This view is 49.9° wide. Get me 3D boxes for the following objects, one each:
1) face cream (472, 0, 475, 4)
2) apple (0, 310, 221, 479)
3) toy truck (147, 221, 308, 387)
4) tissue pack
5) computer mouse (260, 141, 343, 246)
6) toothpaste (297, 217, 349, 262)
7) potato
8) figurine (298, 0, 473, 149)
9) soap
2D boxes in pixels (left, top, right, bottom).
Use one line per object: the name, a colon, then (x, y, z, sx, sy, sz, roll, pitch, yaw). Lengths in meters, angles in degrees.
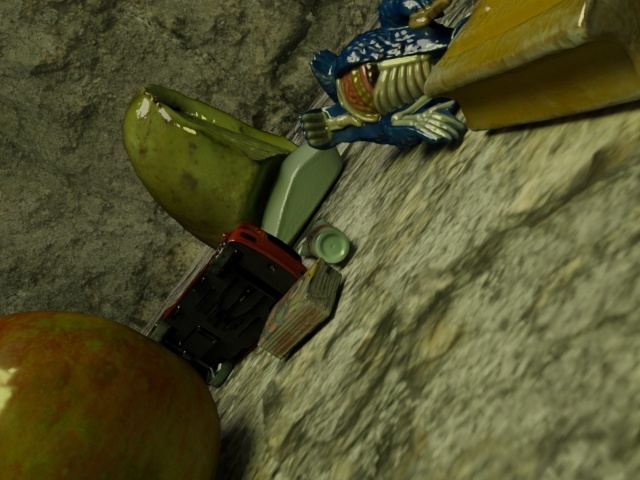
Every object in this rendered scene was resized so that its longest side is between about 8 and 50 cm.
face cream: (0.203, -0.304, 0.796, 0.092, 0.058, 0.243, -55, 4, 26)
apple: (-0.208, 0.181, 0.547, 0.246, 0.246, 0.226, -37, 34, 56)
toy truck: (-0.104, 0.066, 0.798, 0.252, 0.107, 0.114, -45, 15, 39)
tissue pack: (-0.018, 0.064, 0.641, 0.083, 0.035, 0.063, -48, 13, 36)
computer mouse: (-0.047, -0.059, 1.038, 0.231, 0.079, 0.128, -60, 8, -8)
toothpaste: (0.000, 0.000, 0.767, 0.056, 0.036, 0.205, -56, 7, -2)
potato: (-0.206, -0.112, 1.146, 0.212, 0.280, 0.330, -63, -6, 13)
figurine: (0.092, -0.166, 0.700, 0.262, 0.121, 0.164, 10, 89, 53)
soap: (0.160, -0.148, 0.441, 0.140, 0.073, 0.232, -53, 11, -3)
